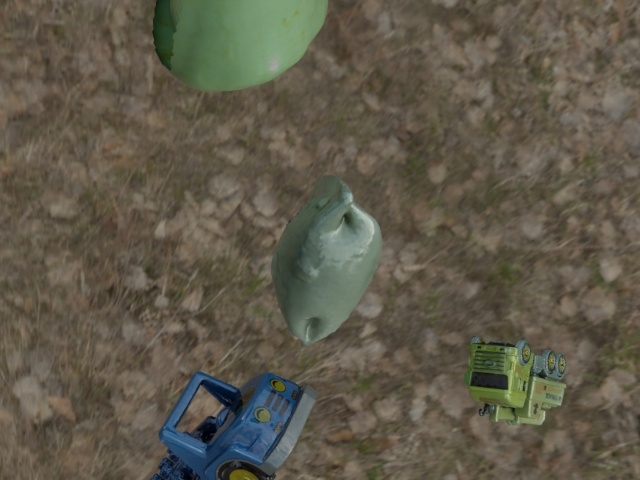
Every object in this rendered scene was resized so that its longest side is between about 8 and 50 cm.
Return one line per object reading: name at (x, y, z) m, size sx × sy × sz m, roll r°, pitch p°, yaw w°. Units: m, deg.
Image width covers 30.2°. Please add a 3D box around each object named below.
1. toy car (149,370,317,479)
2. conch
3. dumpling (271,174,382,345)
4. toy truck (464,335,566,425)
toy car at (-0.093, 0.176, 1.012) m, size 0.100 × 0.191 × 0.097 m, roll 39°, pitch 38°, yaw -9°
conch at (-0.075, -0.216, 0.829) m, size 0.137 × 0.251 × 0.143 m, roll -12°, pitch 53°, yaw 4°
dumpling at (-0.006, 0.006, 1.298) m, size 0.105 × 0.217 × 0.149 m, roll -18°, pitch 54°, yaw -35°
toy truck at (0.244, 0.179, 1.473) m, size 0.169 × 0.077 × 0.100 m, roll 21°, pitch 74°, yaw -54°
